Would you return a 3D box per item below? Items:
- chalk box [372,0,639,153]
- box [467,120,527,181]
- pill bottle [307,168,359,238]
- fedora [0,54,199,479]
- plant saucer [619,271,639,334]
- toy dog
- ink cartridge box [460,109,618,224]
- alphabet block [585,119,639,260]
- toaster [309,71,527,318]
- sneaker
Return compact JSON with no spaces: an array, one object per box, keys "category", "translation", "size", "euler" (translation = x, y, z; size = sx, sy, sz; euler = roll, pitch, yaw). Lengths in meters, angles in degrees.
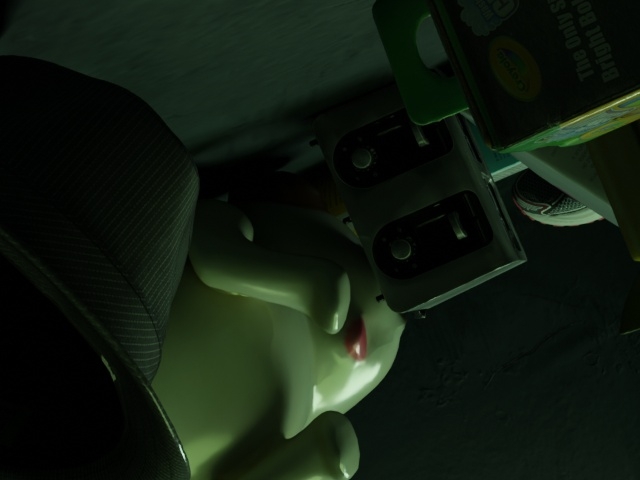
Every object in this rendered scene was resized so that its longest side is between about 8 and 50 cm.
[{"category":"chalk box","translation":[0.128,-0.123,0.830],"size":[0.213,0.132,0.132],"euler":[-23,175,28]},{"category":"box","translation":[0.113,-0.069,1.798],"size":[0.244,0.060,0.100],"euler":[-23,175,13]},{"category":"pill bottle","translation":[0.048,-0.022,1.692],"size":[0.208,0.118,0.117],"euler":[-25,174,29]},{"category":"fedora","translation":[-0.137,0.002,0.795],"size":[0.124,0.244,0.275],"euler":[-53,-166,-31]},{"category":"plant saucer","translation":[0.299,0.000,1.148],"size":[0.241,0.037,0.241],"euler":[-22,174,-2]},{"category":"toy dog","translation":[-0.115,0.101,1.456],"size":[0.408,0.285,0.395],"euler":[-18,-173,-35]},{"category":"ink cartridge box","translation":[0.275,-0.032,1.484],"size":[0.071,0.330,0.324],"euler":[-55,171,4]},{"category":"alphabet block","translation":[0.265,-0.116,1.109],"size":[0.193,0.197,0.192],"euler":[-24,175,27]},{"category":"toaster","translation":[0.081,-0.032,1.415],"size":[0.110,0.168,0.185],"euler":[-23,174,9]},{"category":"sneaker","translation":[0.363,-0.112,2.253],"size":[0.299,0.121,0.112],"euler":[-24,146,37]}]
